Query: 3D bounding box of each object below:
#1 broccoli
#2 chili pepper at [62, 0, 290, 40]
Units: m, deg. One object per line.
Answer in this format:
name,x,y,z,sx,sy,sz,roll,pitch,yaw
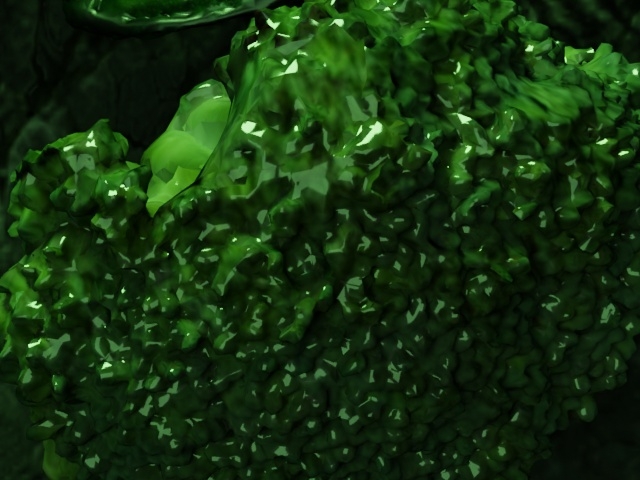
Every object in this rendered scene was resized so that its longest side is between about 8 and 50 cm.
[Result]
broccoli,0.003,0.015,0.767,0.288,0.260,0.235,8,72,-24
chili pepper,-0.017,-0.201,0.865,0.122,0.065,0.279,28,104,-5
